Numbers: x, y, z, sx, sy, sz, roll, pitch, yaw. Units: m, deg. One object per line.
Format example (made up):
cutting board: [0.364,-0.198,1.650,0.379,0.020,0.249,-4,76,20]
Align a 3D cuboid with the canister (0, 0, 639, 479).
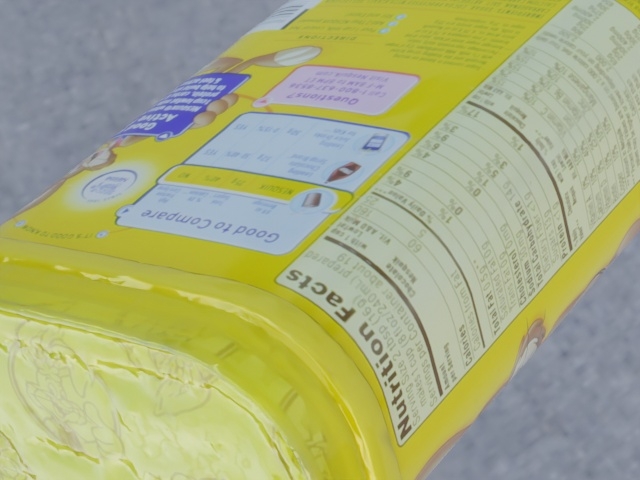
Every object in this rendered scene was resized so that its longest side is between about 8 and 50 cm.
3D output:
canister: [0.000,0.000,0.435,0.126,0.170,0.073,9,128,37]
